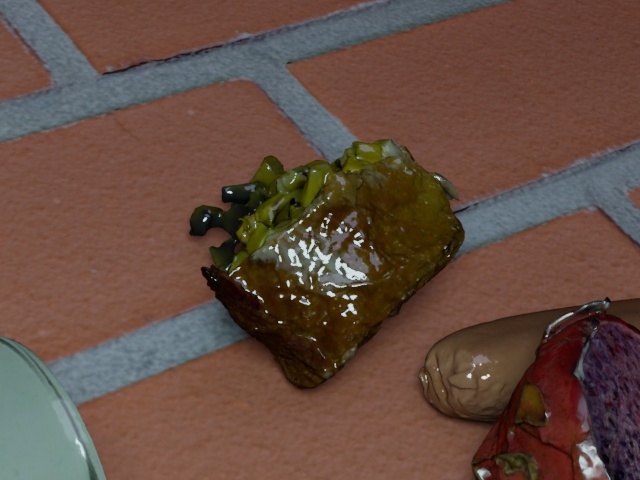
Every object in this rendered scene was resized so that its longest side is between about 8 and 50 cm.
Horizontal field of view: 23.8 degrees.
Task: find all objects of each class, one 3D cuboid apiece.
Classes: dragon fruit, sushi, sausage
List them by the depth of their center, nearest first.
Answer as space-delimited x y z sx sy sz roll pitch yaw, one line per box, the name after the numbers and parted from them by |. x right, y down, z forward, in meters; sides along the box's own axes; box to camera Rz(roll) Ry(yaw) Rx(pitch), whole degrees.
0.191 0.172 1.117 0.218 0.148 0.224 25 45 -45 | dragon fruit
0.001 -0.001 1.225 0.179 0.167 0.296 48 54 0 | sushi
0.217 0.095 1.238 0.289 0.086 0.086 -5 47 -24 | sausage

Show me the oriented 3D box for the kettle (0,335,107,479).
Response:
-0.315 0.196 0.908 0.318 0.265 0.205 -21 86 -34 | kettle
